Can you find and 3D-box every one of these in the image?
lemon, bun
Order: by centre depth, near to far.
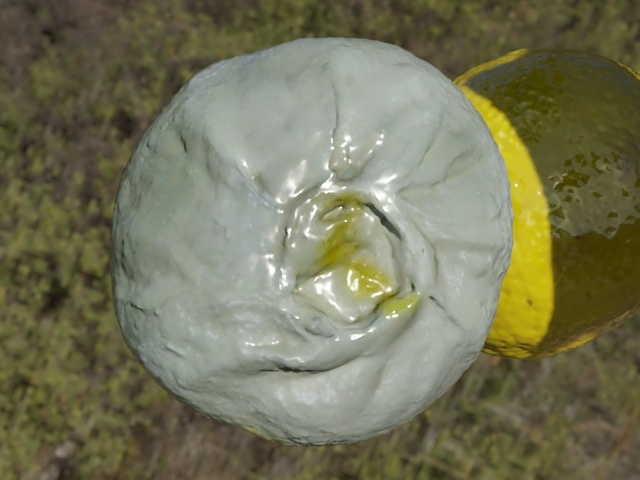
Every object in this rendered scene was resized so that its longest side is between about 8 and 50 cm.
[{"bbox_3d":[0.000,0.000,1.433,0.362,0.362,0.211,20,-3,-8],"label":"bun"},{"bbox_3d":[0.223,-0.040,1.771,0.336,0.336,0.336,20,17,-6],"label":"lemon"}]
